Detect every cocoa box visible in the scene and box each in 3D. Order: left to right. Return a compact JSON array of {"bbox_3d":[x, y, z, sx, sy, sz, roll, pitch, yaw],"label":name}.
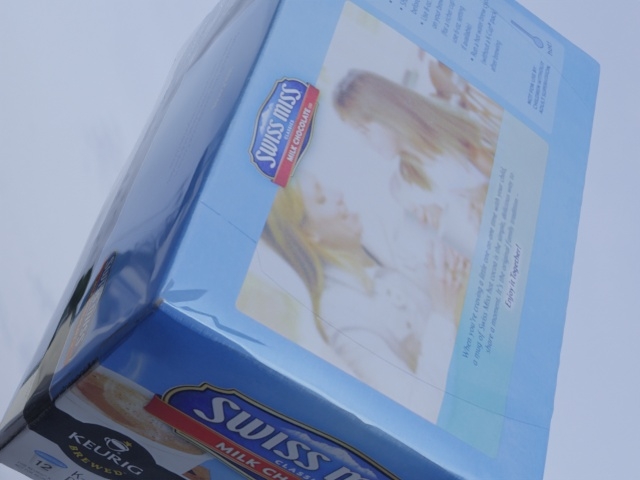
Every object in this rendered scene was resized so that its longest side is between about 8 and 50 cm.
[{"bbox_3d":[0.000,0.000,0.703,0.231,0.347,0.228,32,-40,-18],"label":"cocoa box"}]
